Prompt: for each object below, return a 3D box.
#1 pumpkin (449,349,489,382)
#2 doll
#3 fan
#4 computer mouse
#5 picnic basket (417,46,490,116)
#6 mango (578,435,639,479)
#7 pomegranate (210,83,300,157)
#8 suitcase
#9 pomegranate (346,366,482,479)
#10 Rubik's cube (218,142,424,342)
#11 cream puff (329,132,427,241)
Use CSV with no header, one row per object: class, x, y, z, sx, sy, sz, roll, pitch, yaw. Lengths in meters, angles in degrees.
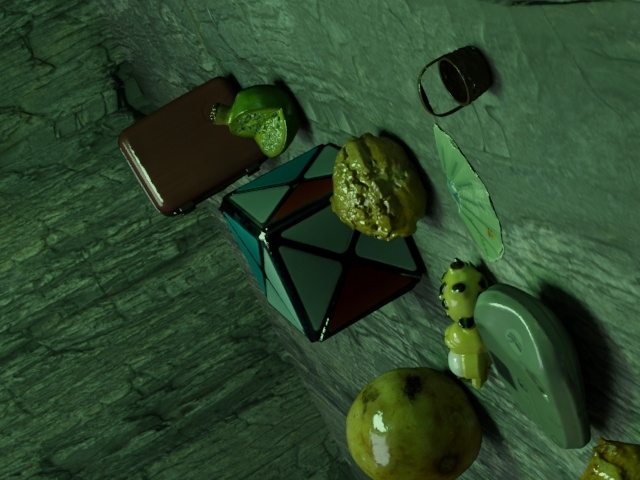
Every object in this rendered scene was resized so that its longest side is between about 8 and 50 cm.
pumpkin,0.255,0.214,2.016,0.074,0.054,0.083,63,173,2
doll,0.236,0.132,1.821,0.291,0.086,0.117,71,-157,-52
fan,0.212,-0.060,1.630,0.131,0.009,0.240,32,150,60
computer mouse,0.312,0.176,1.606,0.197,0.095,0.331,52,175,35
picnic basket,0.155,-0.187,1.363,0.072,0.083,0.072,56,168,19
mango,0.410,0.387,1.517,0.350,0.201,0.199,61,-160,-50
pomegranate,-0.119,-0.246,2.208,0.169,0.122,0.143,23,159,0
suitcase,-0.280,-0.209,2.550,0.236,0.297,0.161,59,176,1
pomegranate,0.177,0.365,2.218,0.260,0.260,0.260,55,167,19
Rubik's cube,0.001,0.000,2.052,0.246,0.250,0.248,35,151,62
cream puff,0.083,-0.079,1.817,0.189,0.129,0.189,56,166,23
